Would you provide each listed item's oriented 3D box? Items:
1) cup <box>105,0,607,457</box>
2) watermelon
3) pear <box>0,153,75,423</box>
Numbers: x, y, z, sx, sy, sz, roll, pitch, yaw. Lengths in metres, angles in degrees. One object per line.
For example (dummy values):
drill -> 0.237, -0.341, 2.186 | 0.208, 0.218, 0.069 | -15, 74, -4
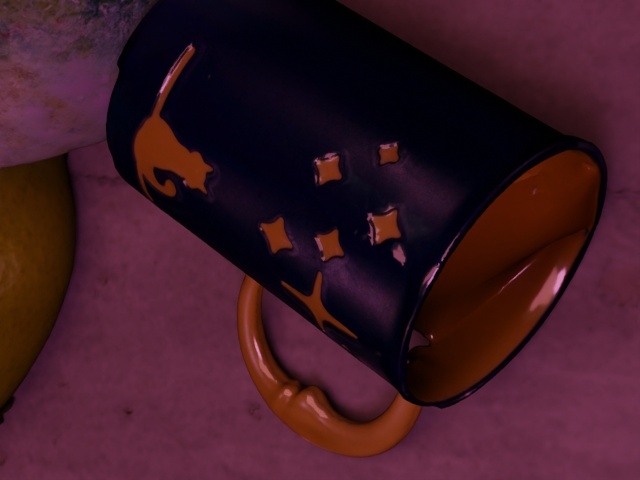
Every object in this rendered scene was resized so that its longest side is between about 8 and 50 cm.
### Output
cup -> -0.008, -0.007, 1.027 | 0.256, 0.178, 0.255 | 34, 100, 28
watermelon -> -0.134, -0.183, 1.085 | 0.176, 0.256, 0.260 | -9, 83, 49
pear -> -0.371, 0.035, 1.141 | 0.342, 0.318, 0.239 | -15, 75, 28
